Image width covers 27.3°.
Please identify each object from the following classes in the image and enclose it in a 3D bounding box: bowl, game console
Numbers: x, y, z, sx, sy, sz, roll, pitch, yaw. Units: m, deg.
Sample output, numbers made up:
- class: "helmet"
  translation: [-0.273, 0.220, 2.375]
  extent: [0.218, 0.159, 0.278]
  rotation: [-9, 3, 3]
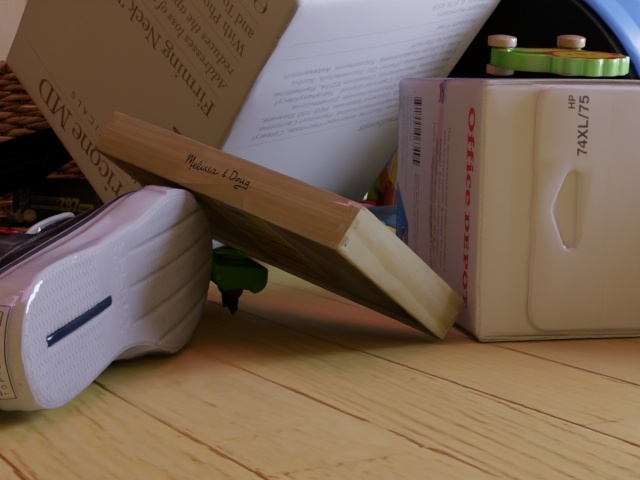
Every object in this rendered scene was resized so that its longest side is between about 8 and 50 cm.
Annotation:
- class: "bowl"
  translation: [0.242, -0.160, 1.467]
  extent: [0.077, 0.391, 0.391]
  rotation: [-34, 25, -31]
- class: "game console"
  translation: [-0.465, -0.064, 1.576]
  extent: [0.361, 0.044, 0.213]
  rotation: [-17, 14, 2]

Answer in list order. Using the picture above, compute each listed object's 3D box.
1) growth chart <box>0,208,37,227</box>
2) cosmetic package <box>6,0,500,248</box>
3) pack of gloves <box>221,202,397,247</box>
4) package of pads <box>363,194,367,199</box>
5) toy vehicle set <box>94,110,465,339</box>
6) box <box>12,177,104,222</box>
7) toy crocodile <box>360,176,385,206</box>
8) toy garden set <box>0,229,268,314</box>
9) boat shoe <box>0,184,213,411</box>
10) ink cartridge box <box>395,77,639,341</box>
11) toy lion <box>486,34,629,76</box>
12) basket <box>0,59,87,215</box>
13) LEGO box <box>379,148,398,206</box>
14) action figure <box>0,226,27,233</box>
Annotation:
- class: "growth chart"
  translation: [-0.471, -0.012, 1.513]
  extent: [0.237, 0.021, 0.172]
  rotation: [-6, -5, -42]
- class: "cosmetic package"
  translation: [-0.074, -0.241, 1.409]
  extent: [0.327, 0.329, 0.393]
  rotation: [-18, -28, -42]
- class: "pack of gloves"
  translation: [0.000, 0.000, 1.533]
  extent: [0.195, 0.046, 0.232]
  rotation: [-17, 11, -27]
- class: "package of pads"
  translation: [-0.054, -0.098, 1.872]
  extent: [0.229, 0.101, 0.296]
  rotation: [0, -2, -8]
- class: "toy vehicle set"
  translation: [-0.034, -0.013, 1.011]
  extent: [0.267, 0.035, 0.166]
  rotation: [23, -12, 39]
- class: "box"
  translation: [-0.236, -0.043, 1.641]
  extent: [0.183, 0.059, 0.233]
  rotation: [4, 1, 41]
- class: "toy crocodile"
  translation: [0.095, -0.093, 2.047]
  extent: [0.341, 0.105, 0.115]
  rotation: [12, 12, 41]
- class: "toy garden set"
  translation: [-0.189, 0.026, 1.135]
  extent: [0.244, 0.049, 0.204]
  rotation: [4, 6, -17]
- class: "boat shoe"
  translation: [-0.170, 0.027, 0.879]
  extent: [0.119, 0.121, 0.335]
  rotation: [2, 7, 16]
- class: "ink cartridge box"
  translation: [0.188, -0.038, 1.110]
  extent: [0.197, 0.198, 0.270]
  rotation: [0, 8, -10]
- class: "toy lion"
  translation: [0.195, -0.146, 1.070]
  extent: [0.100, 0.034, 0.096]
  rotation: [-1, 15, -13]
- class: "basket"
  translation: [-0.419, -0.144, 1.852]
  extent: [0.299, 0.223, 0.213]
  rotation: [-3, 7, 6]
- class: "LEGO box"
  translation: [0.284, -0.272, 1.732]
  extent: [0.373, 0.500, 0.193]
  rotation: [-1, 40, -7]
- class: "action figure"
  translation: [-0.333, -0.003, 1.520]
  extent: [0.115, 0.030, 0.038]
  rotation: [4, 0, -25]
